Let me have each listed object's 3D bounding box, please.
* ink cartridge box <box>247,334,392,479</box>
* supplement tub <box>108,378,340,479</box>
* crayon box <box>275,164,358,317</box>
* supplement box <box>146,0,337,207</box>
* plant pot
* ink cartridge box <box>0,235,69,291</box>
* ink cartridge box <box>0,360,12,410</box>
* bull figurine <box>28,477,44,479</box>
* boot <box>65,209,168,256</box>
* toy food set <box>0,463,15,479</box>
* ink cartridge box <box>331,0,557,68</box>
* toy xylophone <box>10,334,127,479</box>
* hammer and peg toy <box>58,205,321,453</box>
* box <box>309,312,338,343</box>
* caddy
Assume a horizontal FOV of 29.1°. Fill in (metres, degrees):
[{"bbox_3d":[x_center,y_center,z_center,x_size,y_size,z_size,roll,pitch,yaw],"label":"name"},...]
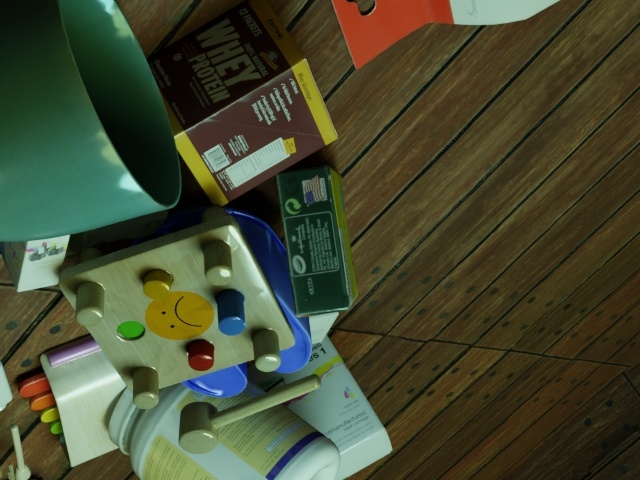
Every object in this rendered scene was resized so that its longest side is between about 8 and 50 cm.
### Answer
[{"bbox_3d":[-0.027,0.304,2.252,0.201,0.278,0.117,-29,147,-7],"label":"ink cartridge box"},{"bbox_3d":[-0.160,0.347,2.037,0.241,0.331,0.241,-47,159,-24],"label":"supplement tub"},{"bbox_3d":[0.000,0.000,1.820,0.081,0.202,0.318,-8,179,5],"label":"crayon box"},{"bbox_3d":[-0.107,-0.178,1.613,0.194,0.129,0.191,-31,150,-2],"label":"supplement box"},{"bbox_3d":[-0.321,-0.131,1.349,0.235,0.293,0.293,-21,151,8],"label":"plant pot"},{"bbox_3d":[-0.372,-0.033,1.607,0.061,0.104,0.181,-10,143,-32],"label":"ink cartridge box"},{"bbox_3d":[-0.555,0.173,1.700,0.197,0.114,0.273,-33,152,-24],"label":"ink cartridge box"},{"bbox_3d":[-0.538,0.545,2.313,0.188,0.101,0.310,-28,148,1],"label":"bull figurine"},{"bbox_3d":[-0.283,-0.061,1.678,0.165,0.077,0.213,-12,150,-30],"label":"boot"},{"bbox_3d":[-0.572,0.383,2.051,0.122,0.019,0.078,10,141,0],"label":"toy food set"},{"bbox_3d":[0.198,-0.385,1.632,0.385,0.091,0.308,-32,150,-3],"label":"ink cartridge box"},{"bbox_3d":[-0.414,0.287,2.062,0.236,0.081,0.323,-16,147,-25],"label":"toy xylophone"},{"bbox_3d":[-0.168,0.128,1.720,0.266,0.127,0.361,-19,131,8],"label":"hammer and peg toy"},{"bbox_3d":[-0.044,0.122,2.142,0.101,0.102,0.087,-8,145,-34],"label":"box"},{"bbox_3d":[-0.152,0.086,1.910,0.241,0.179,0.341,-23,138,11],"label":"caddy"}]
